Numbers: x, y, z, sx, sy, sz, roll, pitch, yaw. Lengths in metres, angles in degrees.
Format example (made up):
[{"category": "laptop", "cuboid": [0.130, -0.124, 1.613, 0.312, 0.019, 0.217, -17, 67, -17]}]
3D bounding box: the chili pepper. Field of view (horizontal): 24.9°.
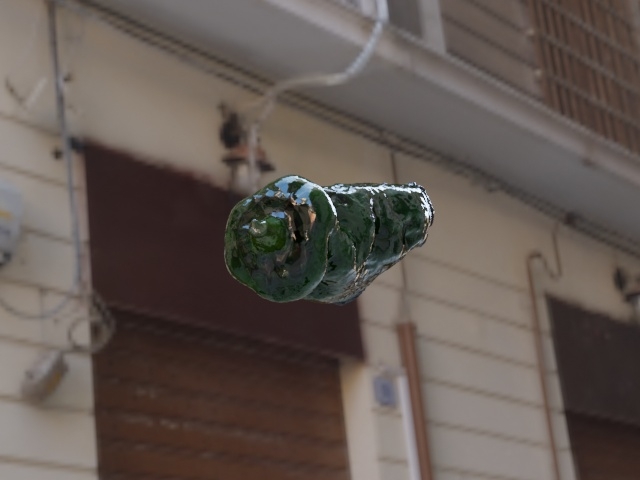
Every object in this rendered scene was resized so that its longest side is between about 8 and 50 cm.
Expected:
[{"category": "chili pepper", "cuboid": [0.000, 0.000, 1.245, 0.136, 0.099, 0.270, -30, -10, 19]}]
